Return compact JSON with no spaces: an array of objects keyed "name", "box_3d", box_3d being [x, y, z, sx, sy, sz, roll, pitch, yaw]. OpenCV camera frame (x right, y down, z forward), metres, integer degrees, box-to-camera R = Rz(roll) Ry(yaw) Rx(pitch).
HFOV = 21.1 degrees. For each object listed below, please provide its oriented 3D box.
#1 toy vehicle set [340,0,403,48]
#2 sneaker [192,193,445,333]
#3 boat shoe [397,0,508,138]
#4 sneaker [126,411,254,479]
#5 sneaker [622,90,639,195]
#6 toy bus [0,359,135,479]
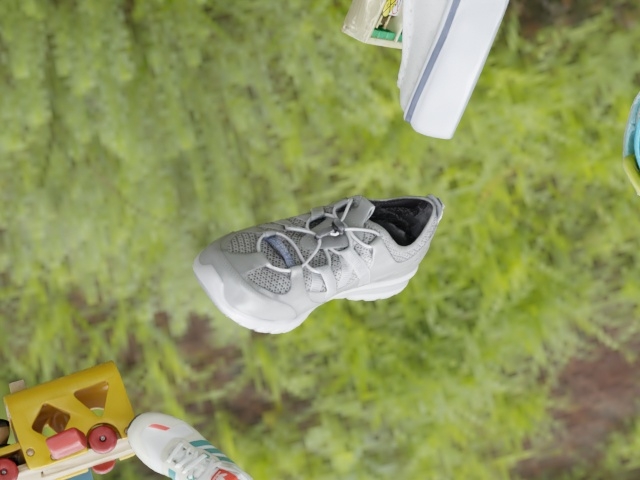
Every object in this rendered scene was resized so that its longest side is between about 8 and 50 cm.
[{"name":"toy vehicle set","box_3d":[0.120,-0.305,2.010,0.166,0.035,0.267,-66,160,13]},{"name":"sneaker","box_3d":[0.000,0.000,1.551,0.281,0.105,0.115,-15,150,-49]},{"name":"boat shoe","box_3d":[0.075,-0.254,1.189,0.156,0.136,0.367,16,118,5]},{"name":"sneaker","box_3d":[-0.109,0.215,1.624,0.057,0.161,0.075,-53,-169,-19]},{"name":"sneaker","box_3d":[0.283,-0.096,1.255,0.208,0.319,0.127,16,112,-30]},{"name":"toy bus","box_3d":[-0.277,0.189,1.691,0.191,0.104,0.202,-31,160,28]}]
